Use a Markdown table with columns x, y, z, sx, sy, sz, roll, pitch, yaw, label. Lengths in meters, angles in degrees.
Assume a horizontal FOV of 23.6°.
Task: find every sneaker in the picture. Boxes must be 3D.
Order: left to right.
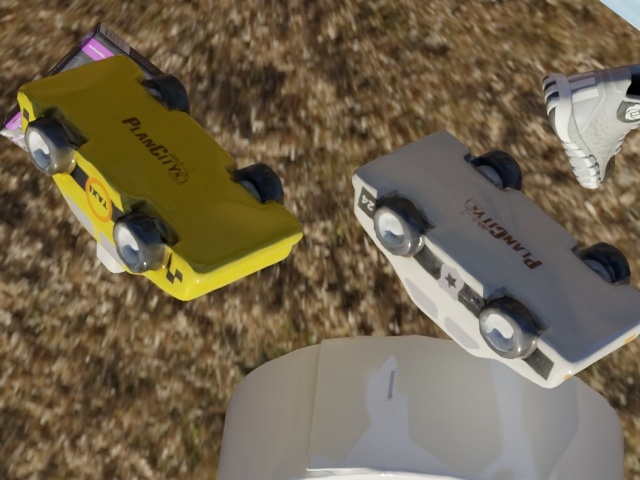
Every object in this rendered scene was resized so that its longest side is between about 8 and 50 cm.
| x | y | z | sx | sy | sz | roll | pitch | yaw | label |
| --- | --- | --- | --- | --- | --- | --- | --- | --- | --- |
| 0.328 | -0.125 | 1.650 | 0.132 | 0.229 | 0.086 | -15 | 69 | 17 | sneaker |

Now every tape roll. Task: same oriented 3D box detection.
| x | y | z | sx | sy | sz | roll | pitch | yaw | label |
| --- | --- | --- | --- | --- | --- | --- | --- | --- | --- |
| 0.067 | 0.174 | 1.059 | 0.286 | 0.100 | 0.286 | 5 | 148 | 3 | tape roll |

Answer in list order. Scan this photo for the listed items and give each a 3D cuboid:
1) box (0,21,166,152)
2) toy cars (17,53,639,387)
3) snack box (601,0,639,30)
| x | y | z | sx | sy | sz | roll | pitch | yaw | label |
| --- | --- | --- | --- | --- | --- | --- | --- | --- | --- |
| -0.238 | -0.135 | 1.582 | 0.162 | 0.029 | 0.116 | -40 | 118 | 22 | box |
| 0.000 | 0.000 | 0.916 | 0.394 | 0.176 | 0.087 | 13 | 133 | 0 | toy cars |
| 0.166 | -0.233 | 0.756 | 0.174 | 0.070 | 0.207 | 33 | 81 | -11 | snack box |
